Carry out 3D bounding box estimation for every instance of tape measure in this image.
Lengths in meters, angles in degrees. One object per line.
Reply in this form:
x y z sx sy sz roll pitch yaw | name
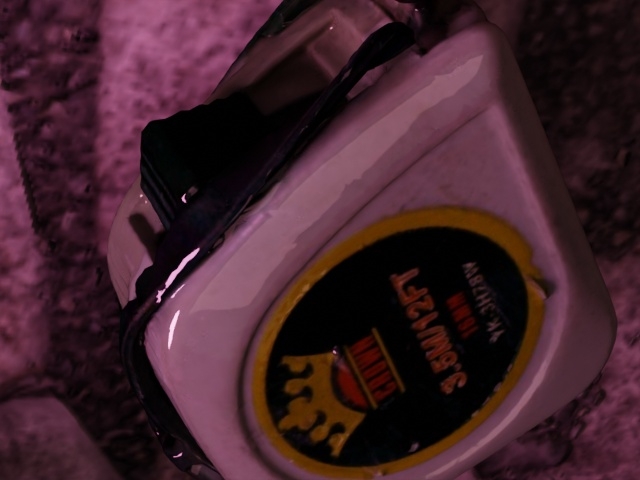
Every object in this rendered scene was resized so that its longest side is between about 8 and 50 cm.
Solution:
0.000 0.000 0.720 0.207 0.115 0.235 -30 130 -3 | tape measure
